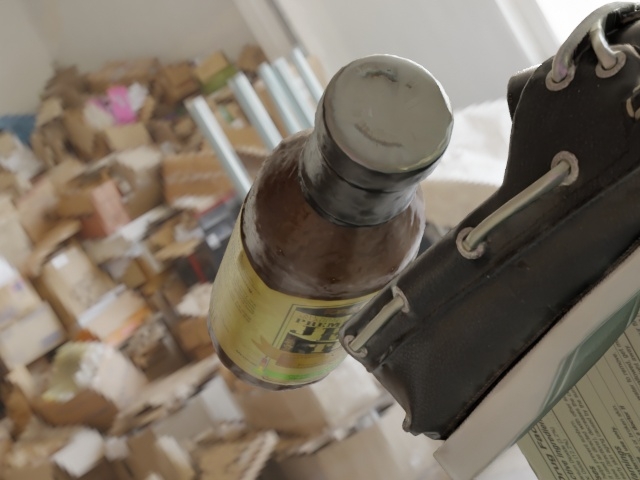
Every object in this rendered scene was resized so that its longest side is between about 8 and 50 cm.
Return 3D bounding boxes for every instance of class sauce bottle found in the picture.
[{"bbox_3d":[0.000,0.000,0.857,0.111,0.111,0.344,-33,-12,-20],"label":"sauce bottle"}]

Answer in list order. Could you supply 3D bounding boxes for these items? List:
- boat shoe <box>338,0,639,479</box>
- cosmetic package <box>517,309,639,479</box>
[{"bbox_3d":[0.099,-0.026,0.492,0.114,0.091,0.302,-30,-20,-53],"label":"boat shoe"},{"bbox_3d":[0.204,0.035,0.632,0.113,0.160,0.309,-36,12,-29],"label":"cosmetic package"}]
